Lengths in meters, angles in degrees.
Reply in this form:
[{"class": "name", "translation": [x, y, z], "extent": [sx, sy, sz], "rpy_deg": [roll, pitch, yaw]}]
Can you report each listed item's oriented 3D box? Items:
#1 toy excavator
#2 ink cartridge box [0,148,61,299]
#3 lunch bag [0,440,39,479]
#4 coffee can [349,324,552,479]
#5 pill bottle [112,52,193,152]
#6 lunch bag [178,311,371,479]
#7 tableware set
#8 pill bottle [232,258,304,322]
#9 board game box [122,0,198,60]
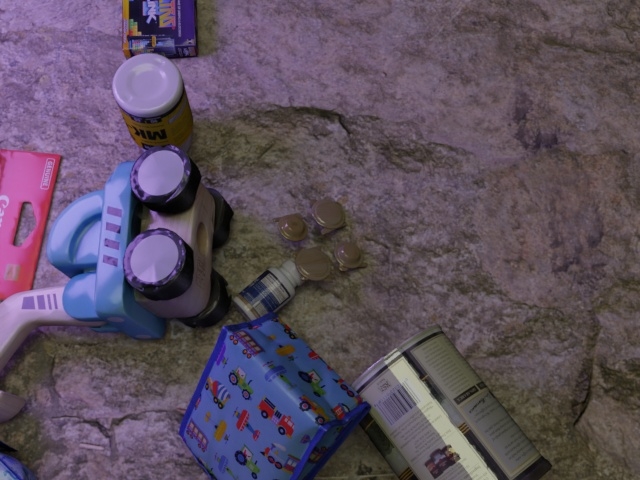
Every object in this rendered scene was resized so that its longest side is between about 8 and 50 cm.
[{"class": "toy excavator", "translation": [-0.392, 0.082, 1.556], "extent": [0.445, 0.222, 0.433], "rpy_deg": [-4, 69, 14]}, {"class": "ink cartridge box", "translation": [-0.624, -0.047, 1.658], "extent": [0.261, 0.066, 0.296], "rpy_deg": [5, 70, 4]}, {"class": "lunch bag", "translation": [-0.522, 0.362, 1.468], "extent": [0.151, 0.129, 0.096], "rpy_deg": [37, 73, 15]}, {"class": "coffee can", "translation": [0.192, 0.298, 1.446], "extent": [0.201, 0.201, 0.275], "rpy_deg": [-34, 72, -11]}, {"class": "pill bottle", "translation": [-0.288, -0.226, 1.644], "extent": [0.119, 0.208, 0.119], "rpy_deg": [0, 69, 1]}, {"class": "lunch bag", "translation": [-0.101, 0.297, 1.437], "extent": [0.221, 0.138, 0.293], "rpy_deg": [42, 116, 21]}, {"class": "tableware set", "translation": [0.000, 0.000, 1.632], "extent": [0.141, 0.020, 0.169], "rpy_deg": [-12, 63, -29]}, {"class": "pill bottle", "translation": [-0.086, 0.088, 1.599], "extent": [0.120, 0.067, 0.067], "rpy_deg": [-40, 74, -13]}, {"class": "board game box", "translation": [-0.311, -0.434, 1.808], "extent": [0.141, 0.048, 0.170], "rpy_deg": [-5, 70, 0]}]
